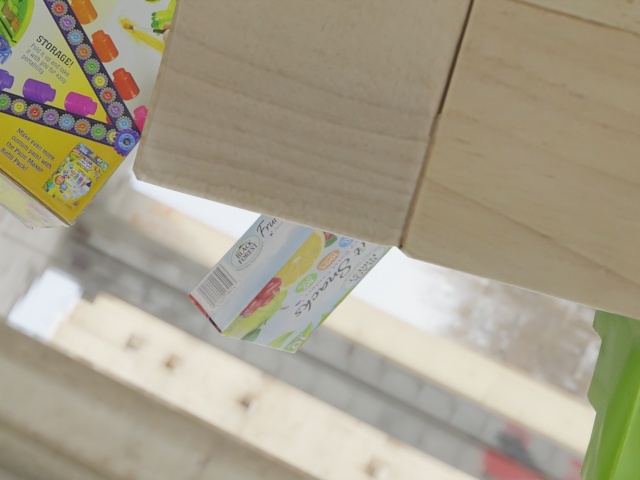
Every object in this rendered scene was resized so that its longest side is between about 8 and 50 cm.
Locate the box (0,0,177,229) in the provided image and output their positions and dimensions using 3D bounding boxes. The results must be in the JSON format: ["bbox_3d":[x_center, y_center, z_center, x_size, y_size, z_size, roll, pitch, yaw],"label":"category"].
[{"bbox_3d":[-0.183,-0.168,1.363,0.279,0.177,0.290,-52,11,-9],"label":"box"}]

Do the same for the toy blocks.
[{"bbox_3d":[0.114,-0.041,0.440,0.261,0.381,0.190,-101,26,-80],"label":"toy blocks"}]

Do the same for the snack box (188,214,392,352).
[{"bbox_3d":[0.000,0.000,1.071,0.141,0.037,0.100,-47,-24,11],"label":"snack box"}]
